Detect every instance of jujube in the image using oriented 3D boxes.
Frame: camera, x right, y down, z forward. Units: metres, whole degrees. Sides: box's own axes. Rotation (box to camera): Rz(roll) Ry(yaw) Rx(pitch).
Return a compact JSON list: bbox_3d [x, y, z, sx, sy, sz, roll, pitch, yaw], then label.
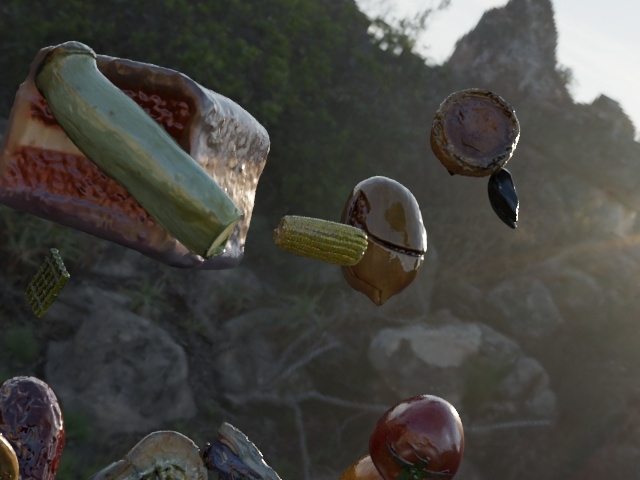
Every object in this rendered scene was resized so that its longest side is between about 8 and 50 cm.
[{"bbox_3d":[-0.673,0.450,2.158,0.197,0.197,0.290,24,42,-46],"label":"jujube"}]

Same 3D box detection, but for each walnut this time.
[{"bbox_3d":[0.136,0.003,2.094,0.203,0.298,0.203,-1,-21,0],"label":"walnut"}]

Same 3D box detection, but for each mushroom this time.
[{"bbox_3d":[-0.219,-0.106,1.112,0.312,0.081,0.100,46,-33,8],"label":"mushroom"}]

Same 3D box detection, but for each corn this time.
[{"bbox_3d":[0.000,0.000,1.675,0.165,0.063,0.085,11,-26,-22],"label":"corn"}]

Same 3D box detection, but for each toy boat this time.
[{"bbox_3d":[-0.455,0.071,1.585,0.016,0.115,0.063,-1,50,-48],"label":"toy boat"}]

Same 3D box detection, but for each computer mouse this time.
[{"bbox_3d":[0.359,-0.084,1.892,0.079,0.047,0.135,85,-8,-61],"label":"computer mouse"}]

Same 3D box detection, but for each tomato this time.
[{"bbox_3d":[0.163,0.333,1.590,0.167,0.167,0.167,30,7,-4],"label":"tomato"}]

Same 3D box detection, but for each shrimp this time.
[{"bbox_3d":[-0.324,0.455,1.656,0.169,0.296,0.058,55,-29,7],"label":"shrimp"}]

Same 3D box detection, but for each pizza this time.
[{"bbox_3d":[-0.567,0.335,1.458,0.195,0.185,0.052,-3,45,4],"label":"pizza"}]

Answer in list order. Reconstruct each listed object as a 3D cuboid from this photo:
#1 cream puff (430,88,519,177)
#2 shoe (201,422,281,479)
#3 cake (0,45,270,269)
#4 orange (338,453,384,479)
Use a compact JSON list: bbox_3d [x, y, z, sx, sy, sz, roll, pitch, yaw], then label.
[{"bbox_3d":[0.299,-0.196,1.929,0.183,0.183,0.169,31,-14,6],"label":"cream puff"},{"bbox_3d":[-0.145,0.455,1.771,0.227,0.125,0.099,55,-18,-7],"label":"shoe"},{"bbox_3d":[-0.252,-0.106,1.292,0.308,0.237,0.230,16,-3,18],"label":"cake"},{"bbox_3d":[0.131,0.544,1.863,0.261,0.261,0.261,30,7,-4],"label":"orange"}]
